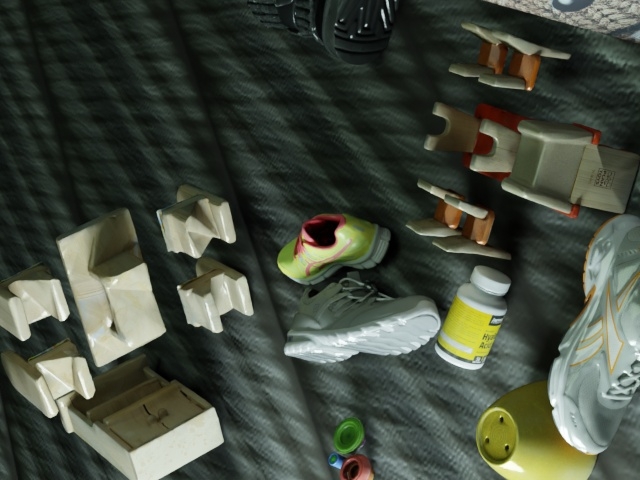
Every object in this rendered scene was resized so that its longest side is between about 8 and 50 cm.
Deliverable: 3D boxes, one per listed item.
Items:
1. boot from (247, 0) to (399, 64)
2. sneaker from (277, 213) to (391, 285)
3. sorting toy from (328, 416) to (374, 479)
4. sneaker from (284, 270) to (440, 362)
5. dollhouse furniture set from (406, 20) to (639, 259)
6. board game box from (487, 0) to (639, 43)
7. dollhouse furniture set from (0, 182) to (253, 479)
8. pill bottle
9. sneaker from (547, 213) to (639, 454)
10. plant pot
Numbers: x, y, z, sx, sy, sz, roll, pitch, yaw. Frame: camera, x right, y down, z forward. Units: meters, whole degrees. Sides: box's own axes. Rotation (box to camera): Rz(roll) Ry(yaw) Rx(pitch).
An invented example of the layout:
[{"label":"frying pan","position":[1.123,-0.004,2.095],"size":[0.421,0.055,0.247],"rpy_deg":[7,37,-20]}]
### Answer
[{"label":"boot","position":[0.016,-0.438,1.922],"size":[0.260,0.131,0.348],"rpy_deg":[40,116,49]},{"label":"sneaker","position":[0.000,0.000,1.891],"size":[0.208,0.094,0.081],"rpy_deg":[-19,51,47]},{"label":"sorting toy","position":[0.047,0.293,1.846],"size":[0.061,0.042,0.102],"rpy_deg":[-29,49,31]},{"label":"sneaker","position":[0.047,0.092,1.819],"size":[0.281,0.105,0.115],"rpy_deg":[-13,68,49]},{"label":"dollhouse furniture set","position":[0.238,-0.102,1.606],"size":[0.259,0.135,0.262],"rpy_deg":[35,113,62]},{"label":"board game box","position":[0.312,-0.328,1.372],"size":[0.232,0.291,0.141],"rpy_deg":[-27,63,49]},{"label":"dollhouse furniture set","position":[-0.318,0.139,2.110],"size":[0.256,0.362,0.394],"rpy_deg":[24,133,51]},{"label":"pill bottle","position":[0.188,0.092,1.660],"size":[0.065,0.065,0.116],"rpy_deg":[41,118,48]},{"label":"sneaker","position":[0.328,0.109,1.449],"size":[0.121,0.099,0.262],"rpy_deg":[20,102,48]},{"label":"plant pot","position":[0.234,0.223,1.552],"size":[0.134,0.095,0.134],"rpy_deg":[-12,75,53]}]
